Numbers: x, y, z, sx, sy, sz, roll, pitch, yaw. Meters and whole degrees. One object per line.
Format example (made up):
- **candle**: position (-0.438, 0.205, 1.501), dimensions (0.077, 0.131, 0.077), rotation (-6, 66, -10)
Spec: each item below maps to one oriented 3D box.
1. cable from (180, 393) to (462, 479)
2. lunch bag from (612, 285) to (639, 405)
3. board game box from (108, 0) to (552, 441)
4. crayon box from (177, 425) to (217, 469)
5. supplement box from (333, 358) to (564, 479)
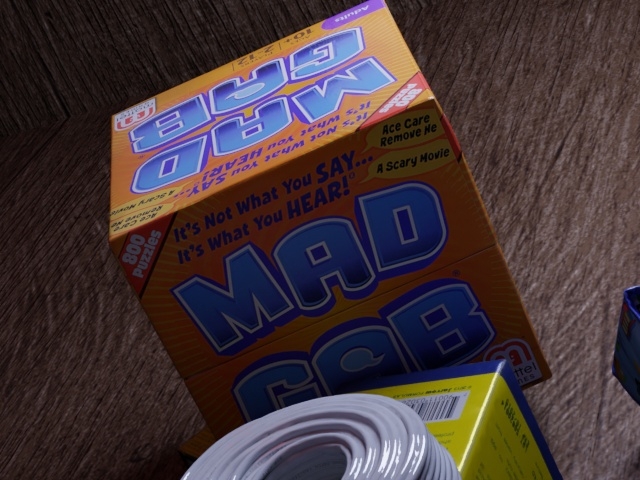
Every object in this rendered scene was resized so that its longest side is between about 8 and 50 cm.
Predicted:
- **cable**: position (-0.009, 0.231, 1.359), dimensions (0.257, 0.089, 0.257), rotation (-34, 26, -15)
- **lunch bag**: position (0.442, 0.093, 1.503), dimensions (0.293, 0.221, 0.138), rotation (-20, 67, -1)
- **board game box**: position (0.000, 0.000, 1.758), dimensions (0.356, 0.356, 0.356), rotation (-24, 25, 4)
- **crayon box**: position (0.012, 0.203, 1.870), dimensions (0.318, 0.081, 0.202), rotation (-39, 28, -24)
- **supplement box**: position (0.081, 0.303, 1.470), dimensions (0.195, 0.194, 0.356), rotation (-12, 29, 30)
